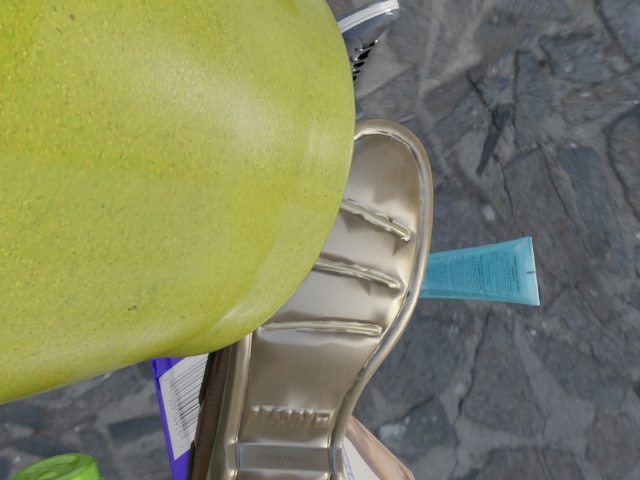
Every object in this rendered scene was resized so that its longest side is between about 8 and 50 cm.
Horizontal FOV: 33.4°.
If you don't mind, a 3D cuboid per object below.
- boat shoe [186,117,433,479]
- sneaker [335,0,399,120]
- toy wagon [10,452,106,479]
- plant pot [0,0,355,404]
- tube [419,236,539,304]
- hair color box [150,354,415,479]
[{"bbox_3d":[-0.025,0.068,0.662,0.110,0.104,0.307,18,93,-24],"label":"boat shoe"},{"bbox_3d":[0.043,-0.198,1.374,0.226,0.086,0.163,-30,90,38],"label":"sneaker"},{"bbox_3d":[-0.121,0.284,0.587,0.068,0.344,0.267,-14,102,-4],"label":"toy wagon"},{"bbox_3d":[-0.177,-0.074,0.475,0.366,0.353,0.367,-6,80,38],"label":"plant pot"},{"bbox_3d":[0.178,0.041,1.316,0.207,0.052,0.080,-4,100,47],"label":"tube"},{"bbox_3d":[-0.008,0.231,1.013,0.110,0.185,0.339,-34,127,8],"label":"hair color box"}]
